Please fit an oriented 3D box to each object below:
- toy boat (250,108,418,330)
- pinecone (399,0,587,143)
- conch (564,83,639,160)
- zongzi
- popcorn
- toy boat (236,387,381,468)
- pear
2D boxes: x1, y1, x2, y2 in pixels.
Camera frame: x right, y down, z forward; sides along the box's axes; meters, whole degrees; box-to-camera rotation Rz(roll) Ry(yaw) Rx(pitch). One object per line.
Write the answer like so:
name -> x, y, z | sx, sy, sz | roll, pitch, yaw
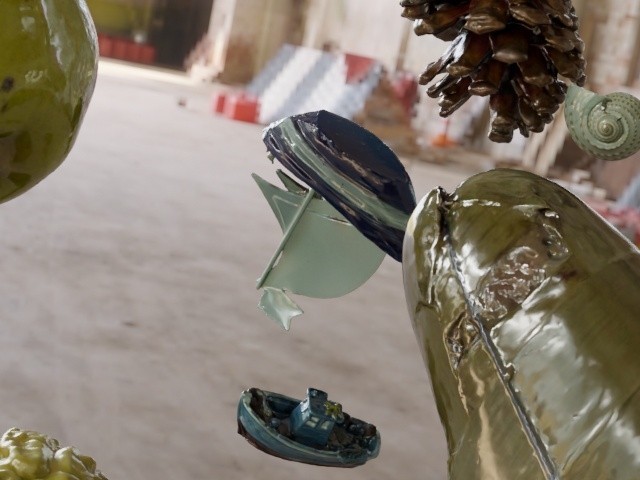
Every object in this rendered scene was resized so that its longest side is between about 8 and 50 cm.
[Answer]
toy boat -> -0.014, -0.028, 1.651 | 0.291, 0.210, 0.070 | -27, 6, 46
pinecone -> 0.151, -0.182, 1.310 | 0.150, 0.195, 0.179 | -16, 3, 10
conch -> 0.227, -0.095, 1.223 | 0.076, 0.056, 0.085 | 27, 1, 11
zongzi -> 0.122, 0.170, 1.087 | 0.356, 0.393, 0.174 | 49, 11, 20
popcorn -> -0.331, 0.317, 1.601 | 0.249, 0.249, 0.225 | 10, 4, -5
toy boat -> -0.010, 0.157, 1.308 | 0.137, 0.061, 0.060 | 18, 35, -17
pear -> -0.332, -0.173, 1.321 | 0.294, 0.294, 0.294 | 11, 9, -2
